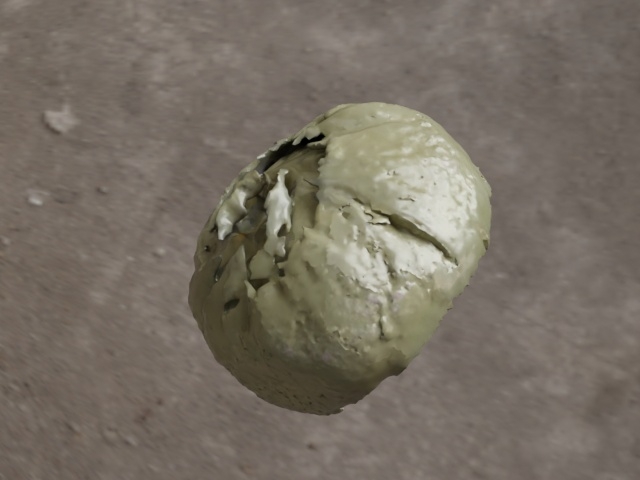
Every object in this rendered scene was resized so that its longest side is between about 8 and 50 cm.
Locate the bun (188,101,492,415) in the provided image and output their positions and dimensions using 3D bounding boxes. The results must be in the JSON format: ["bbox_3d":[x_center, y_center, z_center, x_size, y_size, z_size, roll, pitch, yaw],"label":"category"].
[{"bbox_3d":[0.000,0.000,1.346,0.152,0.259,0.259,34,82,-22],"label":"bun"}]
